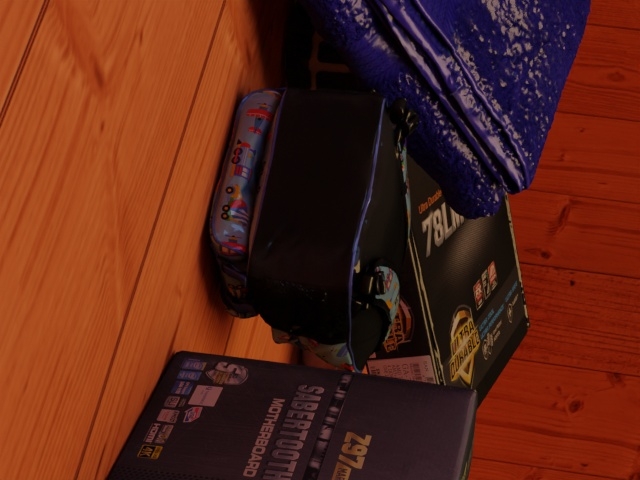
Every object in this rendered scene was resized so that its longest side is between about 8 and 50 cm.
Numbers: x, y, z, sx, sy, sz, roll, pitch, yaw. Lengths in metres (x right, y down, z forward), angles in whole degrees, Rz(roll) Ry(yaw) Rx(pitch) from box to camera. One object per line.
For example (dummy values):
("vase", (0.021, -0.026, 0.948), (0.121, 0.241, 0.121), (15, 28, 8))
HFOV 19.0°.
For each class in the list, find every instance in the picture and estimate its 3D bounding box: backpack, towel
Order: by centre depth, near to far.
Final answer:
("backpack", (0.000, 0.000, 1.250), (0.173, 0.117, 0.158), (80, 19, -63))
("towel", (0.087, -0.186, 1.281), (0.308, 0.076, 0.227), (51, 55, -41))

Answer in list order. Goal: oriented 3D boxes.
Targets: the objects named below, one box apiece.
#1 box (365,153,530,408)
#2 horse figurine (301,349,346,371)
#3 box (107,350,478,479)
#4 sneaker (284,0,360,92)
("box", (0.096, -0.009, 1.653), (0.295, 0.073, 0.293), (-40, 123, -65))
("horse figurine", (0.018, 0.092, 1.648), (0.174, 0.066, 0.263), (54, 45, -85))
("box", (-0.019, 0.146, 1.029), (0.232, 0.183, 0.059), (-65, 161, -61))
("sneaker", (0.041, -0.206, 1.400), (0.121, 0.111, 0.300), (-15, 115, -85))
